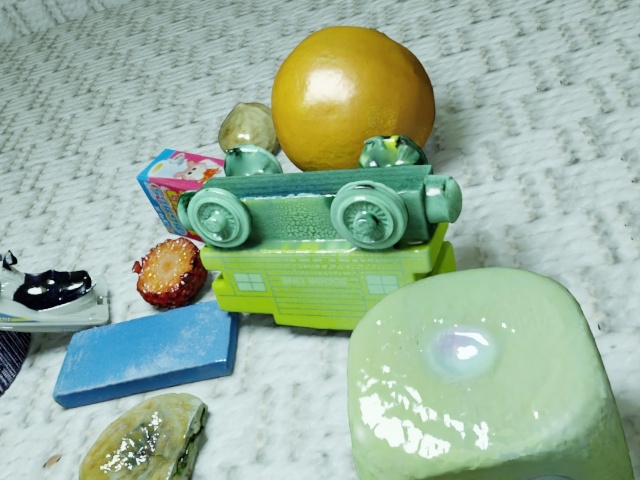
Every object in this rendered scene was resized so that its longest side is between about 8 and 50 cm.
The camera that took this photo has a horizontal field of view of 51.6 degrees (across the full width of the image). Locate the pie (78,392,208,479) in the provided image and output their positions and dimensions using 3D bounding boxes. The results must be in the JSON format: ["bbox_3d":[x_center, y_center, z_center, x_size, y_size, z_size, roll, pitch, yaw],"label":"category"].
[{"bbox_3d":[-0.260,0.313,0.950,0.185,0.052,0.218,-13,38,20],"label":"pie"}]

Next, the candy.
[{"bbox_3d":[-0.201,-0.071,1.267,0.306,0.157,0.100,16,54,37],"label":"candy"}]

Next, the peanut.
[{"bbox_3d":[-0.159,-0.236,1.473,0.141,0.109,0.159,-11,51,31],"label":"peanut"}]

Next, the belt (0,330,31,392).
[{"bbox_3d":[-0.681,0.199,1.227,0.260,0.122,0.324,-15,40,3],"label":"belt"}]

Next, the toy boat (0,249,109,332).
[{"bbox_3d":[-0.513,0.094,1.177,0.141,0.270,0.140,-35,48,49],"label":"toy boat"}]

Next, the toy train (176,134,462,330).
[{"bbox_3d":[0.000,0.000,1.001,0.442,0.272,0.179,0,33,24],"label":"toy train"}]

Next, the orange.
[{"bbox_3d":[0.058,-0.243,1.228,0.312,0.312,0.312,-14,40,12],"label":"orange"}]

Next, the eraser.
[{"bbox_3d":[-0.288,0.187,1.110,0.312,0.042,0.144,-14,41,11],"label":"eraser"}]

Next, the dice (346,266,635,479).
[{"bbox_3d":[0.176,0.194,0.714,0.252,0.249,0.254,-12,40,13],"label":"dice"}]

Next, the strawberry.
[{"bbox_3d":[-0.266,0.063,1.203,0.145,0.086,0.145,-15,39,12],"label":"strawberry"}]
